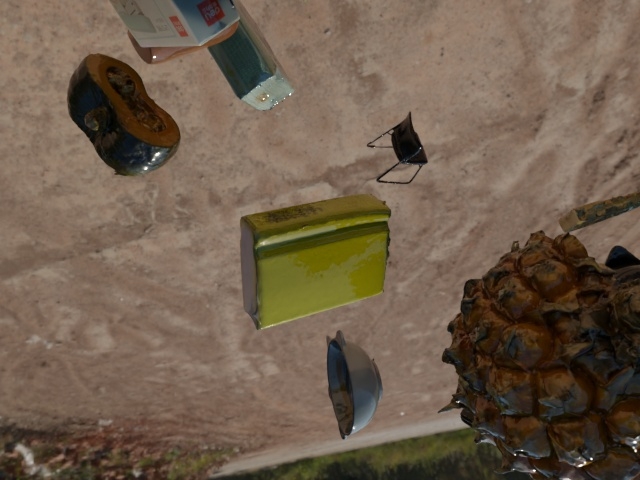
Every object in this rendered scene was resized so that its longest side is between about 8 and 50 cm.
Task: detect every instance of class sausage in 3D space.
[{"bbox_3d":[-0.363,-0.575,1.441,0.304,0.121,0.121,-34,167,-30],"label":"sausage"}]

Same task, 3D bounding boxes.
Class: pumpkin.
[{"bbox_3d":[-0.508,-0.308,1.321,0.139,0.317,0.221,-37,177,36],"label":"pumpkin"}]

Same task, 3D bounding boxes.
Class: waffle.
[{"bbox_3d":[0.501,-0.066,0.872,0.190,0.032,0.125,-22,165,8],"label":"waffle"}]

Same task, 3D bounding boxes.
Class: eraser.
[{"bbox_3d":[-0.006,0.025,0.758,0.225,0.069,0.158,-13,123,-26],"label":"eraser"}]

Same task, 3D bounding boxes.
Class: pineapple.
[{"bbox_3d":[0.237,0.138,0.580,0.208,0.344,0.286,-21,156,-2],"label":"pineapple"}]

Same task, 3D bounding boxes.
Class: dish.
[{"bbox_3d":[0.077,0.301,1.153,0.086,0.228,0.236,-5,127,-14],"label":"dish"}]

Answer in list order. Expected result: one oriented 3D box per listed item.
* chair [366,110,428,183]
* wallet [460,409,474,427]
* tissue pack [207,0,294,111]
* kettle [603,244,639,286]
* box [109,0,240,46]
[{"bbox_3d":[0.268,-0.286,1.634,0.145,0.140,0.221,-4,160,-31],"label":"chair"},{"bbox_3d":[0.375,0.227,0.834,0.262,0.221,0.071,-49,131,-14],"label":"wallet"},{"bbox_3d":[-0.267,-0.634,1.729,0.162,0.388,0.287,-32,178,13],"label":"tissue pack"},{"bbox_3d":[0.585,0.193,1.005,0.228,0.321,0.324,-8,158,12],"label":"kettle"},{"bbox_3d":[-0.231,-0.360,0.768,0.079,0.269,0.135,-42,126,-17],"label":"box"}]
